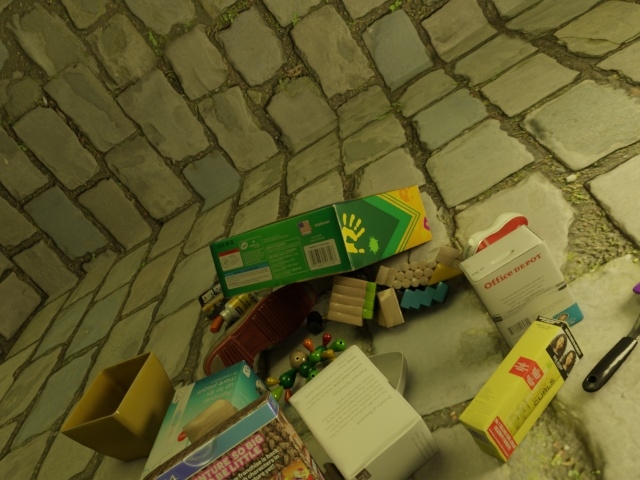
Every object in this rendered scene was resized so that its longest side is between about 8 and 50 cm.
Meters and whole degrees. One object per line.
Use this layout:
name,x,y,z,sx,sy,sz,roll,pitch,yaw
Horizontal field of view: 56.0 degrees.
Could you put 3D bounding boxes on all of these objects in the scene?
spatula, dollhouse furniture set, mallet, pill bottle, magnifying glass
spatula,0.510,0.138,0.969,0.296,0.030,0.084,-44,27,-20
dollhouse furniture set,-0.085,0.379,1.067,0.161,0.212,0.242,-39,65,-3
mallet,0.049,0.182,1.521,0.190,0.039,0.062,-24,24,18
pill bottle,-0.253,0.202,1.852,0.116,0.065,0.065,-45,25,-19
magnifying glass,-0.307,0.214,1.961,0.092,0.026,0.231,-23,25,28

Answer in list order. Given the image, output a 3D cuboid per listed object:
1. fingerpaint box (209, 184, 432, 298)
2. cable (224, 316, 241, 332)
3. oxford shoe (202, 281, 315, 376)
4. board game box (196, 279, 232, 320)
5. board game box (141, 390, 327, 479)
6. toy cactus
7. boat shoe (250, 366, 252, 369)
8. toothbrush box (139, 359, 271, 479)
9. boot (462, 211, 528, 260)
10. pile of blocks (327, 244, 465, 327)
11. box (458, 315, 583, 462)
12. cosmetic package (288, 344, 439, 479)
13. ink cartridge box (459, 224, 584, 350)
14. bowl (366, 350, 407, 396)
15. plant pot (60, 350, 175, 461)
fingerpaint box,0.000,0.000,1.574,0.445,0.163,0.371,-15,1,41
cable,-0.184,0.260,1.698,0.287,0.072,0.139,-28,39,49
oxford shoe,-0.165,0.218,1.537,0.348,0.123,0.130,-37,15,-20
board game box,-0.313,0.170,1.964,0.170,0.048,0.141,-37,24,-6
board game box,-0.094,0.414,0.885,0.232,0.291,0.141,-33,-6,-7
toy cactus,-0.046,0.288,1.382,0.219,0.112,0.180,-48,15,-7
boat shoe,-0.214,0.325,1.596,0.045,0.050,0.135,-49,22,8
toothbrush box,-0.245,0.437,1.318,0.216,0.126,0.295,-26,26,21
boot,0.428,0.023,1.260,0.176,0.088,0.244,27,33,28
pile of blocks,0.195,0.118,1.383,0.362,0.148,0.113,-17,-15,18
box,0.326,0.234,0.970,0.232,0.087,0.058,-43,24,-20
cosmetic package,0.074,0.311,1.016,0.151,0.151,0.184,-39,48,-8
ink cartridge box,0.356,0.090,1.068,0.140,0.190,0.082,-32,23,8
bowl,0.111,0.293,1.194,0.142,0.053,0.142,-22,27,31
plant pot,-0.489,0.446,1.556,0.212,0.187,0.212,-23,27,27
